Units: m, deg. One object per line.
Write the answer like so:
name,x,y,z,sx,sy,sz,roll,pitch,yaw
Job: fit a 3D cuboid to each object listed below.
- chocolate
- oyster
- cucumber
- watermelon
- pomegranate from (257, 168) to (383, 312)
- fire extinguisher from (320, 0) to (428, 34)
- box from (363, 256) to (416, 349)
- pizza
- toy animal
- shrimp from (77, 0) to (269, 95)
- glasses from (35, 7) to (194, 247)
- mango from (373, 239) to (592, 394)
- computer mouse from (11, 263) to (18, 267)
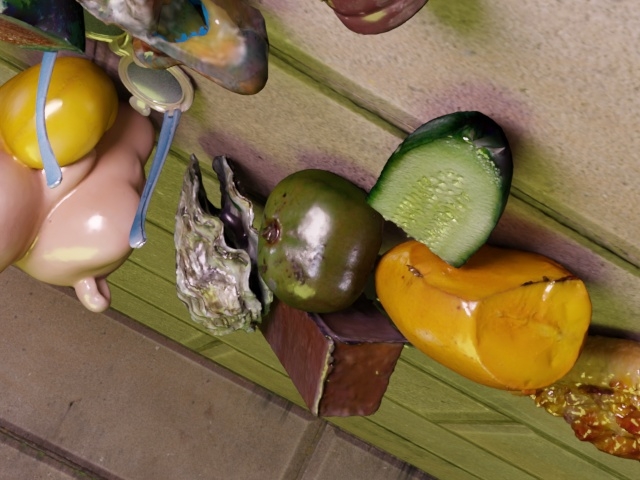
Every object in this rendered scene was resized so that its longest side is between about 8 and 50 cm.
chocolate,-0.010,0.097,1.253,0.112,0.111,0.321,5,-160,-25
oyster,-0.124,0.022,1.245,0.198,0.112,0.267,-120,21,-59
cucumber,0.116,-0.054,0.890,0.115,0.063,0.244,33,165,0
watermelon,-0.234,-0.205,0.815,0.146,0.128,0.231,35,-176,17
pomegranate,0.000,0.000,1.139,0.131,0.152,0.191,19,-175,4
fire extinguisher,-0.007,-0.222,0.555,0.106,0.075,0.252,-16,141,27
box,0.086,0.079,1.344,0.122,0.089,0.062,27,176,-2
pizza,0.397,0.205,1.215,0.409,0.114,0.277,19,158,34
toy animal,-0.285,-0.043,1.144,0.278,0.345,0.247,-28,118,35
shrimp,-0.152,-0.246,0.657,0.221,0.109,0.445,-5,152,25
glasses,-0.183,-0.116,0.976,0.088,0.220,0.189,-23,142,16
mango,0.153,0.068,1.091,0.187,0.138,0.257,5,-171,-19
computer mouse,-0.516,-0.057,1.711,0.389,0.199,0.115,25,153,3
